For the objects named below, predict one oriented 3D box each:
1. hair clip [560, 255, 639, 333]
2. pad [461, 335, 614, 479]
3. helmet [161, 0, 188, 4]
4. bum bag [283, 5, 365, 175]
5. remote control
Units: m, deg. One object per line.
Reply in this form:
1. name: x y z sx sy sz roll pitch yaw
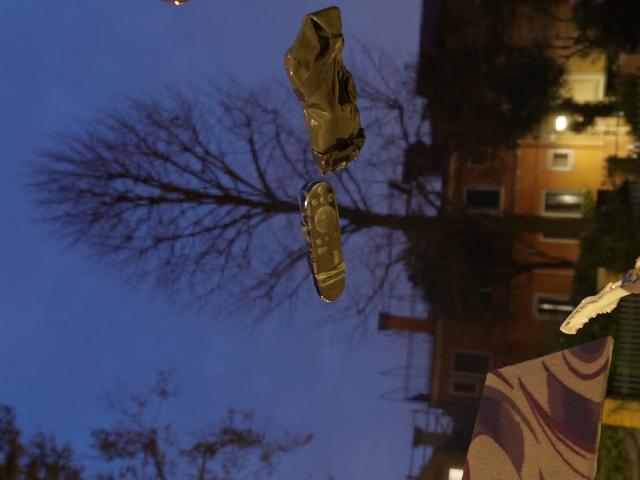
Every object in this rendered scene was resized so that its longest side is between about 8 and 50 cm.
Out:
1. hair clip: 0.493 0.095 1.565 0.226 0.034 0.072 -46 12 50
2. pad: 0.263 0.273 1.164 0.004 0.220 0.330 41 -133 -20
3. helmet: -0.162 -0.323 1.081 0.123 0.070 0.098 -57 3 10
4. bum bag: 0.012 -0.152 0.978 0.087 0.049 0.197 -43 -42 -27
5. remote control: 0.000 0.000 1.933 0.090 0.066 0.265 -17 -70 -29
